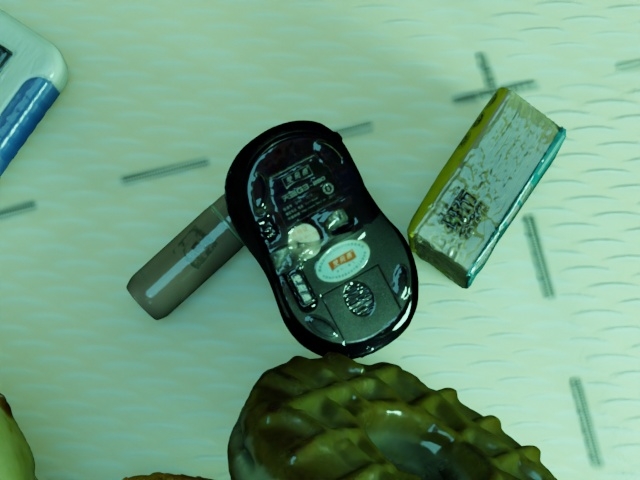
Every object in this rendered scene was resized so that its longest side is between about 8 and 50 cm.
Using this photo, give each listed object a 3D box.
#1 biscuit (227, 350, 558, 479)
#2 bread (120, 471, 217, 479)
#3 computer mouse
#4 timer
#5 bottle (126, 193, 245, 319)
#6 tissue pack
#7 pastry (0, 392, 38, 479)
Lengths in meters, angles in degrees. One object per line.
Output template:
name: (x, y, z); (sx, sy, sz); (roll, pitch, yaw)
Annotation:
biscuit: (0.075, 0.213, 1.272); (0.332, 0.332, 0.103); (27, 110, 7)
bread: (-0.079, 0.271, 1.363); (0.269, 0.139, 0.095); (2, 54, 2)
computer mouse: (0.000, 0.000, 1.407); (0.137, 0.096, 0.233); (-25, 95, -16)
timer: (-0.394, -0.173, 1.477); (0.253, 0.078, 0.178); (34, 83, 7)
bottle: (-0.123, 0.015, 1.442); (0.140, 0.053, 0.053); (-42, 81, -4)
tissue pack: (0.153, -0.048, 1.399); (0.082, 0.120, 0.169); (33, 86, 7)
pastry: (-0.418, 0.256, 1.296); (0.388, 0.312, 0.388); (-3, 81, 18)
